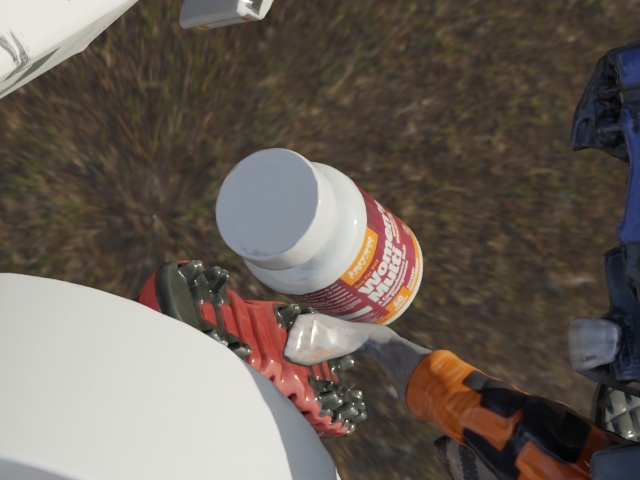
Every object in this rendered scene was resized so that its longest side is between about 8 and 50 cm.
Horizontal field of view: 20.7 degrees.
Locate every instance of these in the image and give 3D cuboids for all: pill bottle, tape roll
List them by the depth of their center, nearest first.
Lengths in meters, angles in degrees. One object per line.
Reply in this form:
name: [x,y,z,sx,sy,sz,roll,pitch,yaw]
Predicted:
tape roll: [-0.133,0.148,0.774,0.286,0.100,0.286,5,133,6]
pill bottle: [0.000,0.000,1.577,0.121,0.221,0.121,-8,70,23]

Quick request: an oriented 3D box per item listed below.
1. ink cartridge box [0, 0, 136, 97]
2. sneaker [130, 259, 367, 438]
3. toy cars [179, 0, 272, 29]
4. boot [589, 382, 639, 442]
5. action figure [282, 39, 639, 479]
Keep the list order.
ink cartridge box: [-0.257,-0.174,1.088,0.115,0.273,0.198,-33,96,40]
sneaker: [-0.073,0.100,1.298,0.135,0.276,0.097,-30,59,21]
toy cars: [-0.083,-0.333,1.593,0.087,0.393,0.176,25,120,-40]
boot: [0.170,0.241,0.995,0.118,0.223,0.338,5,66,-21]
action figure: [0.149,0.078,0.785,0.330,0.178,0.341,-3,91,34]
